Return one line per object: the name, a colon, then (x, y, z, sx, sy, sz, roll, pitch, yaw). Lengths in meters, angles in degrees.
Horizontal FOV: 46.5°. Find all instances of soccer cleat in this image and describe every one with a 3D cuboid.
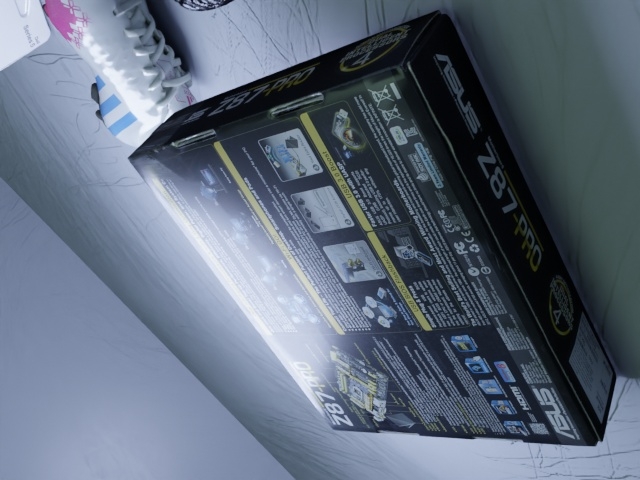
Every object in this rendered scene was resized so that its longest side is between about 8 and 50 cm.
soccer cleat: (-0.205, -0.211, 0.849, 0.143, 0.116, 0.331, 29, 158, 13)

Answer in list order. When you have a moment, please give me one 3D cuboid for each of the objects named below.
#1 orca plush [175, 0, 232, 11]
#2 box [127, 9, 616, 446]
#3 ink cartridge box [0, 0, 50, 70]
orca plush: (-0.120, -0.249, 0.630, 0.287, 0.102, 0.151, 10, 138, 54)
box: (0.051, 0.027, 0.691, 0.318, 0.097, 0.395, -12, 123, 39)
ink cartridge box: (-0.540, -0.401, 1.074, 0.272, 0.115, 0.198, 39, 156, 17)
